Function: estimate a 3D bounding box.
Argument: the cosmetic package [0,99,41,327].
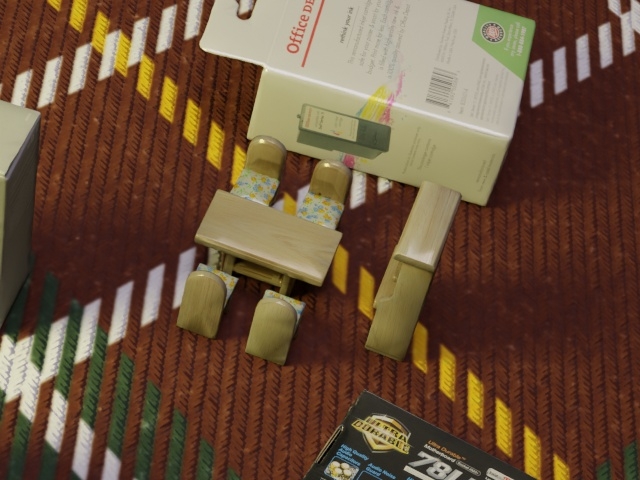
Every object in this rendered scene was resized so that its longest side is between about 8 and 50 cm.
[{"bbox_3d":[-0.345,-0.030,1.852,0.127,0.238,0.107,15,45,4],"label":"cosmetic package"}]

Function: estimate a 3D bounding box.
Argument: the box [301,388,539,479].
[{"bbox_3d":[0.096,0.314,1.767,0.295,0.073,0.293,27,48,11],"label":"box"}]

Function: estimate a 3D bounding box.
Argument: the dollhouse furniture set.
[{"bbox_3d":[0.000,0.000,1.956,0.242,0.161,0.212,20,48,4],"label":"dollhouse furniture set"}]

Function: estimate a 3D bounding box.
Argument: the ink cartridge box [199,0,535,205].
[{"bbox_3d":[0.046,-0.191,2.161,0.353,0.119,0.207,17,48,0],"label":"ink cartridge box"}]
